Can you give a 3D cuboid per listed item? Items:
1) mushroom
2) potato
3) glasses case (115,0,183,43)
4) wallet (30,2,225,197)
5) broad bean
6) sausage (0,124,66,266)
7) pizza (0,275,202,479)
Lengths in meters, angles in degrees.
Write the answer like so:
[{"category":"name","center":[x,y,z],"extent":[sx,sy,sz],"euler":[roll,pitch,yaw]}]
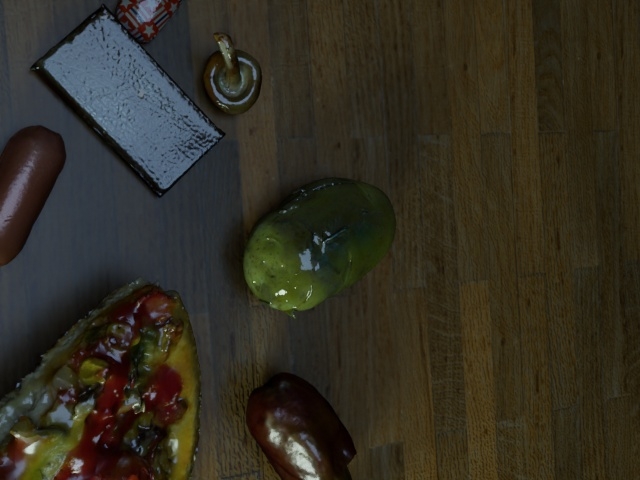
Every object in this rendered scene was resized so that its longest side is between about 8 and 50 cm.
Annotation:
[{"category":"mushroom","center":[-0.129,-0.247,1.164],"extent":[0.088,0.073,0.129],"euler":[-20,134,-9]},{"category":"potato","center":[0.000,0.000,1.195],"extent":[0.248,0.143,0.169],"euler":[-29,109,-22]},{"category":"glasses case","center":[-0.214,-0.366,1.140],"extent":[0.073,0.049,0.194],"euler":[38,76,-20]},{"category":"wallet","center":[-0.261,-0.190,1.126],"extent":[0.133,0.039,0.243],"euler":[-46,107,-8]},{"category":"broad bean","center":[-0.019,0.295,1.185],"extent":[0.122,0.156,0.228],"euler":[-38,100,-16]},{"category":"sausage","center":[-0.393,-0.059,1.051],"extent":[0.077,0.077,0.194],"euler":[27,80,-23]},{"category":"pizza","center":[-0.300,0.284,0.970],"extent":[0.406,0.130,0.440],"euler":[-14,114,-50]}]
